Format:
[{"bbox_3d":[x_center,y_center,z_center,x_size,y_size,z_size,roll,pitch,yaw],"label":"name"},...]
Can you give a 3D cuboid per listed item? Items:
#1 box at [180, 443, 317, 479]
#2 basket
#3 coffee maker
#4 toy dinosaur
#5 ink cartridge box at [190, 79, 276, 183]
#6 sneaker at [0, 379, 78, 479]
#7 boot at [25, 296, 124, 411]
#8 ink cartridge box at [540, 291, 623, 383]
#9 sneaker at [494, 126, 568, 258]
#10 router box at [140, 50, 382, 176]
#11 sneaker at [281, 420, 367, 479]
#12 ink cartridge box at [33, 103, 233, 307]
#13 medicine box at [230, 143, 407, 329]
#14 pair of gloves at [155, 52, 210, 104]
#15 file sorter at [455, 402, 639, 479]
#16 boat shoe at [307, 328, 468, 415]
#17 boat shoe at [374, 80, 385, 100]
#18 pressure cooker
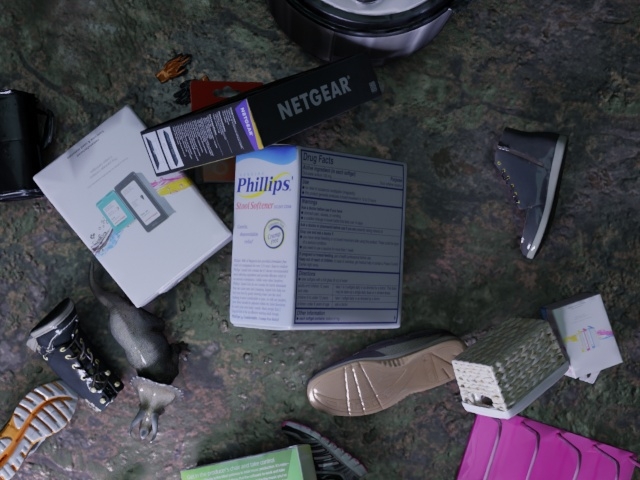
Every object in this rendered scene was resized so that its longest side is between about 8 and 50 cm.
[{"bbox_3d":[-0.098,0.518,1.841,0.232,0.058,0.321,-15,80,23],"label":"box"},{"bbox_3d":[0.317,0.209,1.860,0.167,0.113,0.103,-31,107,-30],"label":"basket"},{"bbox_3d":[-0.533,-0.156,1.857,0.120,0.171,0.178,-10,86,27],"label":"coffee maker"},{"bbox_3d":[-0.297,0.168,1.860,0.121,0.160,0.313,-19,90,-2],"label":"toy dinosaur"},{"bbox_3d":[-0.147,-0.187,1.901,0.145,0.045,0.179,-3,91,-30],"label":"ink cartridge box"},{"bbox_3d":[-0.504,0.323,1.895,0.084,0.083,0.215,46,70,-5],"label":"sneaker"},{"bbox_3d":[-0.394,0.192,1.831,0.178,0.236,0.085,46,65,-4],"label":"boot"},{"bbox_3d":[0.453,0.171,1.913,0.090,0.092,0.143,-19,91,-3],"label":"ink cartridge box"},{"bbox_3d":[0.354,-0.085,1.934,0.118,0.083,0.222,13,95,18],"label":"sneaker"},{"bbox_3d":[-0.089,-0.200,1.741,0.309,0.243,0.081,-30,104,-46],"label":"router box"},{"bbox_3d":[-0.004,0.377,1.910,0.170,0.063,0.074,35,82,-5],"label":"sneaker"},{"bbox_3d":[-0.301,-0.052,1.846,0.197,0.198,0.270,-38,91,-3],"label":"ink cartridge box"},{"bbox_3d":[0.000,0.000,1.811,0.264,0.149,0.289,4,87,-46],"label":"medicine box"},{"bbox_3d":[-0.241,-0.284,1.946,0.074,0.010,0.083,-37,93,-3],"label":"pair of gloves"},{"bbox_3d":[0.390,0.425,1.860,0.291,0.182,0.202,18,89,-1],"label":"file sorter"},{"bbox_3d":[0.113,0.222,1.904,0.285,0.092,0.102,-18,108,-4],"label":"boat shoe"},{"bbox_3d":[0.068,-0.284,1.946,0.100,0.035,0.035,26,61,3],"label":"boat shoe"},{"bbox_3d":[0.081,-0.481,1.755,0.370,0.420,0.375,-36,89,-1],"label":"pressure cooker"}]
